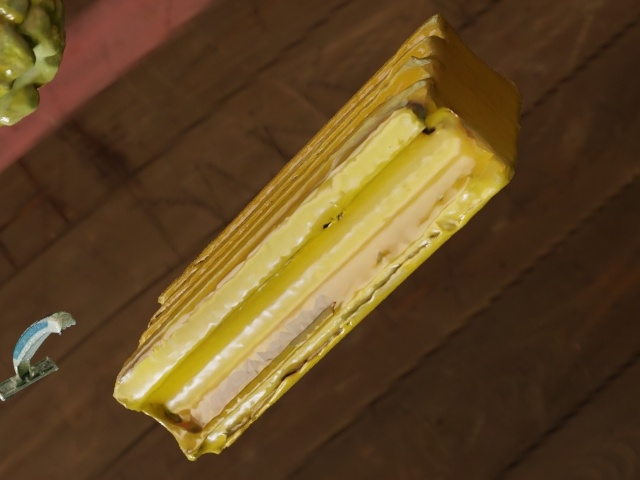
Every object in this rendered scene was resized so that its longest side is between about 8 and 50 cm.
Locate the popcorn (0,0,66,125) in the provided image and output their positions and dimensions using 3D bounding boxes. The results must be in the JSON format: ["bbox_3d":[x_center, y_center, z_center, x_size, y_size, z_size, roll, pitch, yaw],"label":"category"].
[{"bbox_3d":[-0.368,-0.212,1.676,0.235,0.217,0.181,-11,-130,9],"label":"popcorn"}]

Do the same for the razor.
[{"bbox_3d":[-0.269,0.099,1.625,0.068,0.191,0.037,-31,-98,-29],"label":"razor"}]

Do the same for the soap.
[{"bbox_3d":[-0.001,0.000,1.211,0.324,0.096,0.204,-45,-171,22],"label":"soap"}]
